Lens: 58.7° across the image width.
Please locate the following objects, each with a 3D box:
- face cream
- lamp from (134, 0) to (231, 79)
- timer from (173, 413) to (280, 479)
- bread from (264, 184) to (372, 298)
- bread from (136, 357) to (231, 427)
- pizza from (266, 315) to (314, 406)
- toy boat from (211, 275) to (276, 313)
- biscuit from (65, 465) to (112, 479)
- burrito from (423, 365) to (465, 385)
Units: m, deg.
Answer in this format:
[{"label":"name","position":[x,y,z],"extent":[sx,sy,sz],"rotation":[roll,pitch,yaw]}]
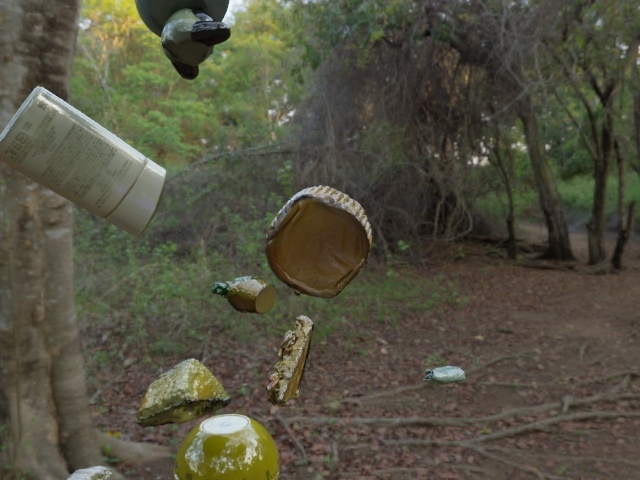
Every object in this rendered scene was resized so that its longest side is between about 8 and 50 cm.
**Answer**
[{"label":"face cream","position":[-0.494,-0.158,1.226],"extent":[0.349,0.173,0.081],"rotation":[35,2,-34]},{"label":"lamp","position":[-0.261,-0.452,1.099],"extent":[0.198,0.243,0.197],"rotation":[-14,-20,-5]},{"label":"timer","position":[-0.299,0.777,1.847],"extent":[0.377,0.386,0.376],"rotation":[0,5,0]},{"label":"bread","position":[-0.001,-0.001,1.042],"extent":[0.199,0.199,0.104],"rotation":[-2,19,13]},{"label":"bread","position":[-0.413,0.453,1.650],"extent":[0.204,0.162,0.262],"rotation":[-32,-26,8]},{"label":"pizza","position":[-0.091,0.381,1.579],"extent":[0.074,0.251,0.287],"rotation":[14,40,12]},{"label":"toy boat","position":[-0.165,0.122,1.298],"extent":[0.088,0.088,0.229],"rotation":[17,-4,15]},{"label":"biscuit","position":[-0.572,0.647,1.270],"extent":[0.084,0.281,0.179],"rotation":[4,-24,17]},{"label":"burrito","position":[0.305,0.341,1.433],"extent":[0.118,0.044,0.074],"rotation":[0,0,-35]}]
